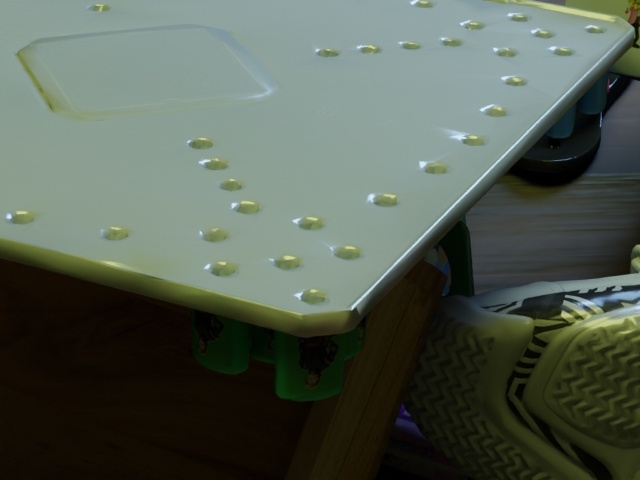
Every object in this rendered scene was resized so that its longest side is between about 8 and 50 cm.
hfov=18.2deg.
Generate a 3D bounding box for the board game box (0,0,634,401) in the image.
[{"bbox_3d":[-0.087,-0.064,0.992,0.390,0.050,0.390,14,28,22],"label":"board game box"}]

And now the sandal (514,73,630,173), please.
[{"bbox_3d":[0.169,-0.101,1.355,0.067,0.040,0.179,11,37,21],"label":"sandal"}]

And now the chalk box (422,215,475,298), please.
[{"bbox_3d":[0.000,0.000,1.110,0.213,0.132,0.132,10,27,33],"label":"chalk box"}]

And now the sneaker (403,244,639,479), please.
[{"bbox_3d":[0.227,0.045,1.056,0.366,0.137,0.210,4,33,5],"label":"sneaker"}]

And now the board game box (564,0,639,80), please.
[{"bbox_3d":[0.300,-0.116,1.185,0.224,0.097,0.303,15,5,28],"label":"board game box"}]

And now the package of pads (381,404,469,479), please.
[{"bbox_3d":[0.053,0.101,1.080,0.083,0.032,0.050,15,36,27],"label":"package of pads"}]

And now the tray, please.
[{"bbox_3d":[-0.154,0.049,1.047,0.411,0.076,0.203,18,84,29],"label":"tray"}]
